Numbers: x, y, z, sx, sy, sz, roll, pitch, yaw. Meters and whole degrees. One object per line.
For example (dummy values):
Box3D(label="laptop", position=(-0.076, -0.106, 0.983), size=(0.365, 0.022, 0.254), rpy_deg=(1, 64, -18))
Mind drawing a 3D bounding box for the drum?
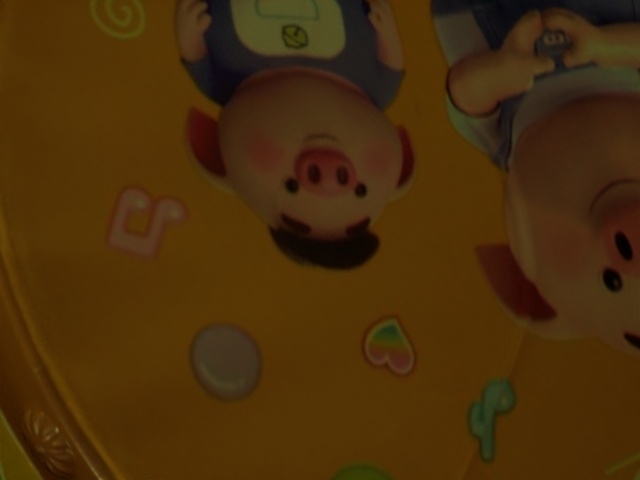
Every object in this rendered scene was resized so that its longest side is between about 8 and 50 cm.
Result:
Box3D(label="drum", position=(0.007, 0.004, 0.804), size=(0.431, 0.431, 0.214), rpy_deg=(-54, 12, -33))
